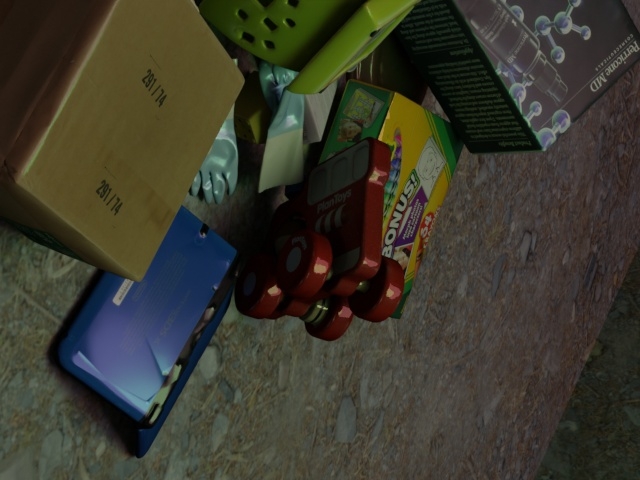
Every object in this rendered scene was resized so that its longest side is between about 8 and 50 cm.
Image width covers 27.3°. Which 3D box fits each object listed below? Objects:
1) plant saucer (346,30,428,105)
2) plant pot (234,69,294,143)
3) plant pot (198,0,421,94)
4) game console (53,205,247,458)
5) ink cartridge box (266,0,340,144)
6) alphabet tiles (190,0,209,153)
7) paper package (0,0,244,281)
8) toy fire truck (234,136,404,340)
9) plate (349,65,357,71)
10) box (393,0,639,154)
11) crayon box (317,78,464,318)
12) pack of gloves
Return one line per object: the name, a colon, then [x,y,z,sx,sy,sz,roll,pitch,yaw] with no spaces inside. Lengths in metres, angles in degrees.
plant saucer: [0.131,-0.317,2.339,0.278,0.041,0.278,-27,122,-54]
plant pot: [-0.090,-0.190,1.965,0.083,0.081,0.081,-43,137,-28]
plant pot: [0.006,-0.348,1.819,0.207,0.227,0.228,48,42,0]
game console: [-0.242,0.124,1.866,0.250,0.173,0.293,41,60,-23]
ink cartridge box: [-0.021,-0.296,2.093,0.232,0.066,0.189,-79,159,-45]
alphabet tiles: [-0.242,-0.182,1.700,0.284,0.021,0.278,0,102,-47]
paper package: [-0.264,-0.153,1.478,0.309,0.168,0.325,-63,157,-11]
toy fire truck: [0.000,0.000,2.000,0.169,0.302,0.254,20,64,-29]
plate: [0.033,-0.366,2.134,0.188,0.024,0.188,-1,90,-69]
box: [0.308,-0.385,2.214,0.293,0.212,0.395,-43,111,-21]
crayon box: [0.095,-0.061,2.261,0.313,0.106,0.363,16,94,-62]
pack of gloves: [-0.097,-0.156,1.898,0.195,0.046,0.232,-19,128,-28]
